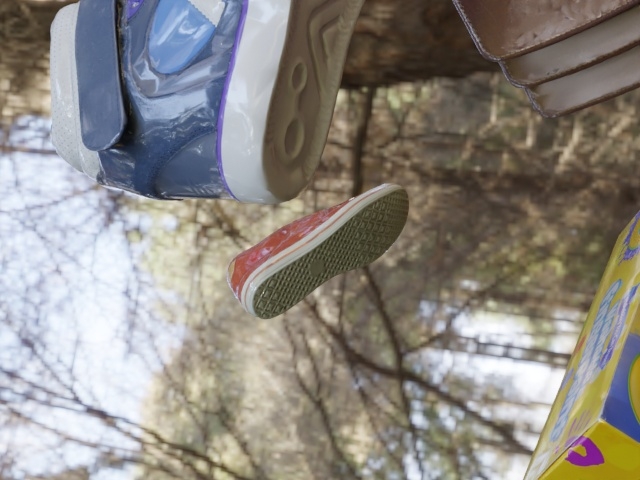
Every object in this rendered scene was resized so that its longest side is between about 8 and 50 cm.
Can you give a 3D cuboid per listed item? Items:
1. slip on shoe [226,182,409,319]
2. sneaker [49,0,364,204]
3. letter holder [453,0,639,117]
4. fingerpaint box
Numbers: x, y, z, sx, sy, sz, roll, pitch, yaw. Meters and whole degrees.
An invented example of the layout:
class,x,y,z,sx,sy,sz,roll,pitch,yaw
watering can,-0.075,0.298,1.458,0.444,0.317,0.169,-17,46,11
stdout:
class,x,y,z,sx,sy,sz,roll,pitch,yaw
slip on shoe,0.000,0.000,1.788,0.331,0.101,0.123,-31,-46,-25
sneaker,-0.091,-0.187,0.833,0.130,0.236,0.323,22,-99,-61
letter holder,0.303,-0.259,1.182,0.214,0.302,0.152,62,-159,-3
fingerpaint box,0.443,0.171,1.202,0.445,0.371,0.163,-56,-3,-46
